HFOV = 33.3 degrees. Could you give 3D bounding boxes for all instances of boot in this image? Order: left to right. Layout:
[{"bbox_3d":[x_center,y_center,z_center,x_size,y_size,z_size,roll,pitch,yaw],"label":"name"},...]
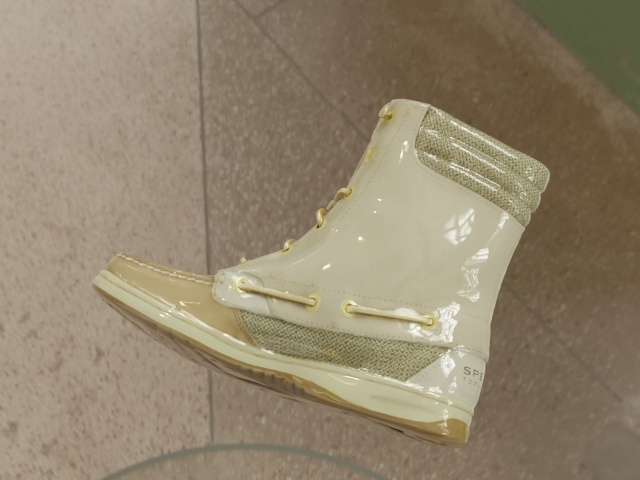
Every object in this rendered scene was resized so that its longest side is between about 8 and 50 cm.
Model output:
[{"bbox_3d":[0.000,0.000,0.699,0.261,0.095,0.204,17,77,17],"label":"boot"}]
